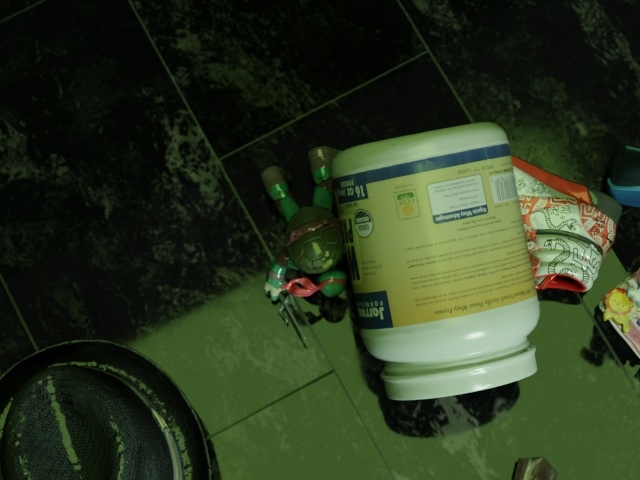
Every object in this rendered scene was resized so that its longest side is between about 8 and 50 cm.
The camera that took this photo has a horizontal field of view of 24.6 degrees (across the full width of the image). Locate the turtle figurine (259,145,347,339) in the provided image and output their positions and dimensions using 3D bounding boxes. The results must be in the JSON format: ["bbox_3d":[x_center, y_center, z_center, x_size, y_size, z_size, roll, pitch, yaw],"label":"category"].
[{"bbox_3d":[0.000,0.000,1.926,0.175,0.118,0.234,-14,69,-2],"label":"turtle figurine"}]

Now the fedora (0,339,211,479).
[{"bbox_3d":[-0.292,0.270,1.775,0.334,0.152,0.334,-1,73,2],"label":"fedora"}]

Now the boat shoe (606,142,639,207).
[{"bbox_3d":[0.512,-0.089,1.938,0.258,0.109,0.089,8,71,2],"label":"boat shoe"}]

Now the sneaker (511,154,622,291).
[{"bbox_3d":[0.252,-0.025,1.934,0.270,0.090,0.145,20,73,4],"label":"sneaker"}]

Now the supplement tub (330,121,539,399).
[{"bbox_3d":[0.147,0.025,1.827,0.228,0.228,0.316,-11,91,-2],"label":"supplement tub"}]

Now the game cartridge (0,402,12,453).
[{"bbox_3d":[-0.412,0.395,1.851,0.230,0.068,0.355,-18,75,-8],"label":"game cartridge"}]

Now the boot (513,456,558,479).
[{"bbox_3d":[0.239,0.319,1.865,0.106,0.037,0.114,23,79,-6],"label":"boot"}]

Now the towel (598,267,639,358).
[{"bbox_3d":[0.482,0.078,1.931,0.197,0.029,0.144,-37,77,-8],"label":"towel"}]

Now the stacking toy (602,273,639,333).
[{"bbox_3d":[0.459,0.119,1.822,0.221,0.167,0.052,36,79,8],"label":"stacking toy"}]
